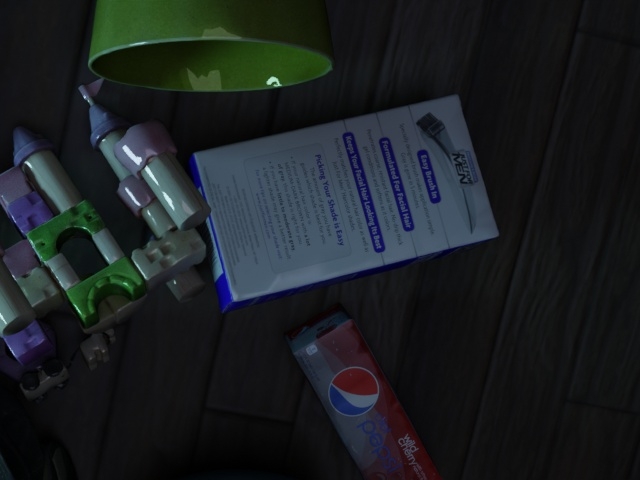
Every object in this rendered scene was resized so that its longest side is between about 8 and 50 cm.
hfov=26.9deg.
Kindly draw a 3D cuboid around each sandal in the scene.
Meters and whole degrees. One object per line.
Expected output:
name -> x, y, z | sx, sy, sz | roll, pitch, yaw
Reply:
sandal -> -0.357, 0.400, 1.667 | 0.086, 0.120, 0.303 | 7, 101, 1

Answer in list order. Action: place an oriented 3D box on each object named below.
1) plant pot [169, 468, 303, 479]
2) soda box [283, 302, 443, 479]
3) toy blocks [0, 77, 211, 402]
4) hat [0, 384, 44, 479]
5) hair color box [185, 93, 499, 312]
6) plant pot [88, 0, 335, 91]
plant pot -> -0.133, 0.400, 1.650 | 0.195, 0.290, 0.290 | 23, 98, 22
soda box -> 0.057, 0.218, 1.724 | 0.092, 0.083, 0.263 | -30, 106, -3
toy blocks -> -0.307, -0.020, 1.560 | 0.288, 0.309, 0.260 | -32, 73, -15
hat -> -0.421, 0.241, 1.580 | 0.134, 0.331, 0.331 | -38, 111, -44
hair color box -> 0.024, -0.045, 1.608 | 0.339, 0.110, 0.185 | -13, 83, -13
plant pot -> -0.123, -0.337, 1.502 | 0.274, 0.275, 0.293 | 0, 85, -11
